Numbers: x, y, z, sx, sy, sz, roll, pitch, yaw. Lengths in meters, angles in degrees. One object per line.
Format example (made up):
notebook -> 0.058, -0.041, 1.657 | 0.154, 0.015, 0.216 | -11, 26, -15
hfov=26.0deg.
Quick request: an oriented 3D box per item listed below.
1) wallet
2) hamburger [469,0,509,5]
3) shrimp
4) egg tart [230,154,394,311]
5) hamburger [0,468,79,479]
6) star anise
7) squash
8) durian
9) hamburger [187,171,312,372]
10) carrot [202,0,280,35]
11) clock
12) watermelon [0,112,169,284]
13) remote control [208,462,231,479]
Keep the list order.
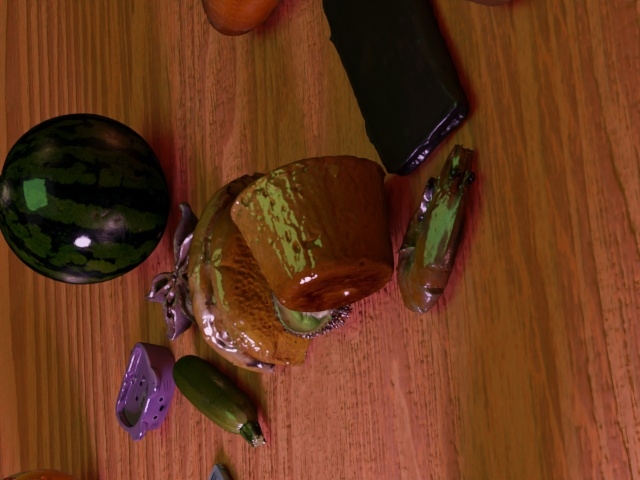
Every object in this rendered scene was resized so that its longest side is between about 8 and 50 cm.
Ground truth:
wallet -> 0.092, -0.240, 1.738 | 0.165, 0.042, 0.310 | -48, 50, 41
hamburger -> 0.191, -0.336, 1.561 | 0.126, 0.081, 0.141 | -31, 73, 54
shrimp -> 0.131, -0.016, 1.647 | 0.115, 0.051, 0.217 | 45, 126, 52
egg tart -> 0.000, 0.000, 1.715 | 0.202, 0.202, 0.147 | -41, 58, 48
hamburger -> -0.493, 0.543, 2.399 | 0.151, 0.227, 0.295 | 160, 111, -78
star anise -> -0.197, 0.063, 2.140 | 0.172, 0.063, 0.208 | 44, 119, 45
squash -> -0.155, 0.228, 2.046 | 0.252, 0.066, 0.066 | 30, 111, 53
durian -> 0.002, 0.075, 1.815 | 0.140, 0.071, 0.110 | 20, 105, 45
hamburger -> -0.108, 0.041, 1.913 | 0.144, 0.156, 0.283 | -16, 75, 56
carrot -> -0.101, -0.381, 1.987 | 0.225, 0.159, 0.159 | 115, 144, -52
clock -> -0.279, 0.249, 2.250 | 0.110, 0.050, 0.153 | 49, 127, 48
watermelon -> -0.390, -0.065, 2.264 | 0.285, 0.285, 0.285 | -10, 78, 56
remote control -> -0.136, 0.386, 2.041 | 0.124, 0.018, 0.053 | 56, 132, 44
